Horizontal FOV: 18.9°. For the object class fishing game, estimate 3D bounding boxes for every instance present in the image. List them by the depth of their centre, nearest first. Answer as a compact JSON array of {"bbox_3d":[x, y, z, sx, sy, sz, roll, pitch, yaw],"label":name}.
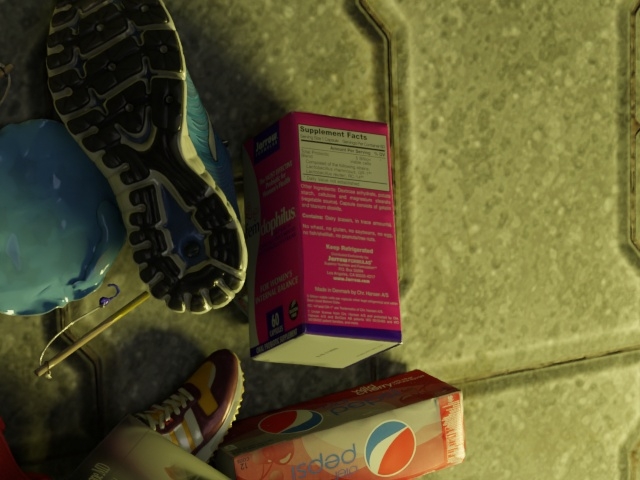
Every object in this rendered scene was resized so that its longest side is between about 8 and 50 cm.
[{"bbox_3d":[-0.267,-0.023,1.770,0.189,0.041,0.264,-42,111,-24],"label":"fishing game"}]

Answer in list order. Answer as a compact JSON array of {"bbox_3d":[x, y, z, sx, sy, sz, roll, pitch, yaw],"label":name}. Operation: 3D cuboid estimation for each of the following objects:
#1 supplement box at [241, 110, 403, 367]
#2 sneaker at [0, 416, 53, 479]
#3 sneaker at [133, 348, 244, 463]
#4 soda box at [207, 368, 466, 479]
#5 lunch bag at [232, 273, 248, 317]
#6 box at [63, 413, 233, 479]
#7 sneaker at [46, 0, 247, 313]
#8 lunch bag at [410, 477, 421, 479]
[{"bbox_3d":[0.000,0.000,1.830,0.114,0.111,0.220,7,70,-28],"label":"supplement box"},{"bbox_3d":[-0.352,0.180,1.746,0.279,0.107,0.118,48,61,-32],"label":"sneaker"},{"bbox_3d":[-0.145,0.181,1.858,0.084,0.069,0.185,30,83,-30],"label":"sneaker"},{"bbox_3d":[0.014,0.209,1.933,0.263,0.092,0.083,-13,106,-25],"label":"soda box"},{"bbox_3d":[-0.038,0.059,1.900,0.083,0.053,0.071,46,75,-17],"label":"lunch bag"},{"bbox_3d":[-0.121,0.325,1.684,0.294,0.296,0.183,32,99,1],"label":"box"},{"bbox_3d":[-0.158,-0.093,1.775,0.129,0.147,0.330,-18,92,2],"label":"sneaker"},{"bbox_3d":[0.046,0.392,1.951,0.243,0.115,0.303,-13,119,-24],"label":"lunch bag"}]
